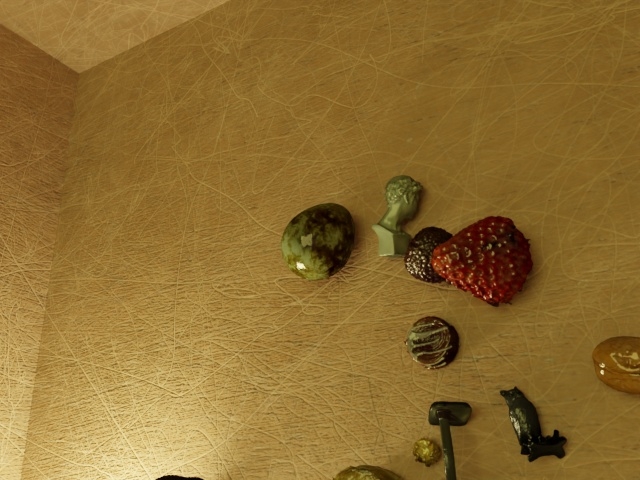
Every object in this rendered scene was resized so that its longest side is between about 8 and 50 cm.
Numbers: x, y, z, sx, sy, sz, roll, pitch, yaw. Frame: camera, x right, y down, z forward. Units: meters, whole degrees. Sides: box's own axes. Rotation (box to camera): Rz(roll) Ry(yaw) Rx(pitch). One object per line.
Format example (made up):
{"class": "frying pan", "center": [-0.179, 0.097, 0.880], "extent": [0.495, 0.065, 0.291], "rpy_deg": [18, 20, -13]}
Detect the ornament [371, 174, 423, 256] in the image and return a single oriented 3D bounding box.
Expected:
{"class": "ornament", "center": [0.247, -0.079, 2.116], "extent": [0.120, 0.130, 0.285], "rpy_deg": [8, 76, 48]}

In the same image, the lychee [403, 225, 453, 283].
{"class": "lychee", "center": [0.352, 0.052, 1.963], "extent": [0.188, 0.188, 0.188], "rpy_deg": [-12, 66, 29]}

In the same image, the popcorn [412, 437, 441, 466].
{"class": "popcorn", "center": [0.307, 0.612, 1.854], "extent": [0.082, 0.057, 0.083], "rpy_deg": [-17, 60, 20]}

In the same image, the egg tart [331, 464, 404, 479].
{"class": "egg tart", "center": [0.122, 0.757, 1.817], "extent": [0.290, 0.115, 0.290], "rpy_deg": [-11, 44, 10]}

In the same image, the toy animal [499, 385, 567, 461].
{"class": "toy animal", "center": [0.560, 0.499, 1.737], "extent": [0.210, 0.121, 0.117], "rpy_deg": [-113, 23, -48]}

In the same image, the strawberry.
{"class": "strawberry", "center": [0.481, 0.028, 1.833], "extent": [0.253, 0.280, 0.150], "rpy_deg": [-69, 10, -24]}

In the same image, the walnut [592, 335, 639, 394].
{"class": "walnut", "center": [0.784, 0.315, 1.616], "extent": [0.180, 0.144, 0.144], "rpy_deg": [-5, 69, 28]}

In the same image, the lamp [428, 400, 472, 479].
{"class": "lamp", "center": [0.405, 0.590, 1.756], "extent": [0.203, 0.124, 0.283], "rpy_deg": [-1, 62, 0]}

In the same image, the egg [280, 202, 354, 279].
{"class": "egg", "center": [0.000, 0.000, 2.182], "extent": [0.238, 0.238, 0.289], "rpy_deg": [29, 64, 37]}

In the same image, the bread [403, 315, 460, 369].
{"class": "bread", "center": [0.337, 0.310, 1.941], "extent": [0.160, 0.073, 0.161], "rpy_deg": [-12, 67, 29]}

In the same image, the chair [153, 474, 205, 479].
{"class": "chair", "center": [-0.391, 0.933, 2.075], "extent": [0.401, 0.226, 0.227], "rpy_deg": [34, 92, 36]}
